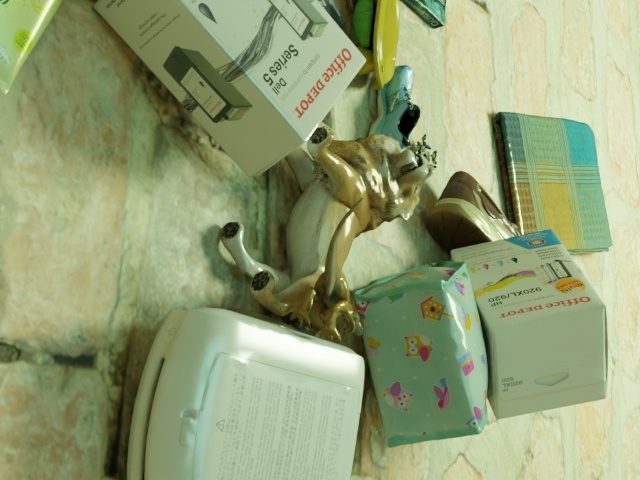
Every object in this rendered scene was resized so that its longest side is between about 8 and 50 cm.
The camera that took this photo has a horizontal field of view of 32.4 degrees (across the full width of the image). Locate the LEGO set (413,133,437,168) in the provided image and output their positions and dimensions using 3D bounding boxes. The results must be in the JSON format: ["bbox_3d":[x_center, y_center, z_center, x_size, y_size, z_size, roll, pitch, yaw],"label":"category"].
[{"bbox_3d":[0.162,-0.136,1.753,0.083,0.023,0.054,50,47,-52],"label":"LEGO set"}]

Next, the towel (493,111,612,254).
[{"bbox_3d":[0.446,-0.105,2.103,0.370,0.040,0.271,-2,83,-51],"label":"towel"}]

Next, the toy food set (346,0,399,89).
[{"bbox_3d":[0.074,-0.330,1.650,0.128,0.071,0.217,57,38,-64],"label":"toy food set"}]

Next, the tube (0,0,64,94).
[{"bbox_3d":[-0.297,-0.265,1.148,0.070,0.062,0.240,27,57,0],"label":"tube"}]

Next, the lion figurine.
[{"bbox_3d":[0.000,0.000,1.436,0.240,0.142,0.392,51,59,-43],"label":"lion figurine"}]

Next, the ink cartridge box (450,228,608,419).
[{"bbox_3d":[0.309,0.121,1.645,0.232,0.171,0.168,-107,-173,-60],"label":"ink cartridge box"}]

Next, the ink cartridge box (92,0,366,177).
[{"bbox_3d":[-0.099,-0.243,1.303,0.273,0.115,0.198,47,45,-15],"label":"ink cartridge box"}]

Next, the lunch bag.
[{"bbox_3d":[0.155,0.149,1.551,0.262,0.160,0.223,-23,100,-74],"label":"lunch bag"}]

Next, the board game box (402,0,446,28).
[{"bbox_3d":[0.149,-0.445,1.800,0.186,0.026,0.126,30,59,-46],"label":"board game box"}]

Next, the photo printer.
[{"bbox_3d":[-0.086,0.217,1.253,0.307,0.107,0.256,22,73,-48],"label":"photo printer"}]

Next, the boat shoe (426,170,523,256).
[{"bbox_3d":[0.301,0.019,1.818,0.342,0.123,0.123,44,50,-29],"label":"boat shoe"}]

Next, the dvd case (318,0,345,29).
[{"bbox_3d":[-0.062,-0.346,1.497,0.238,0.030,0.179,57,42,-26],"label":"dvd case"}]

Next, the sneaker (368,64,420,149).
[{"bbox_3d":[0.127,-0.197,1.672,0.063,0.073,0.162,37,54,-42],"label":"sneaker"}]

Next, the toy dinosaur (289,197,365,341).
[{"bbox_3d":[0.012,0.053,1.320,0.211,0.064,0.112,81,29,-49],"label":"toy dinosaur"}]
